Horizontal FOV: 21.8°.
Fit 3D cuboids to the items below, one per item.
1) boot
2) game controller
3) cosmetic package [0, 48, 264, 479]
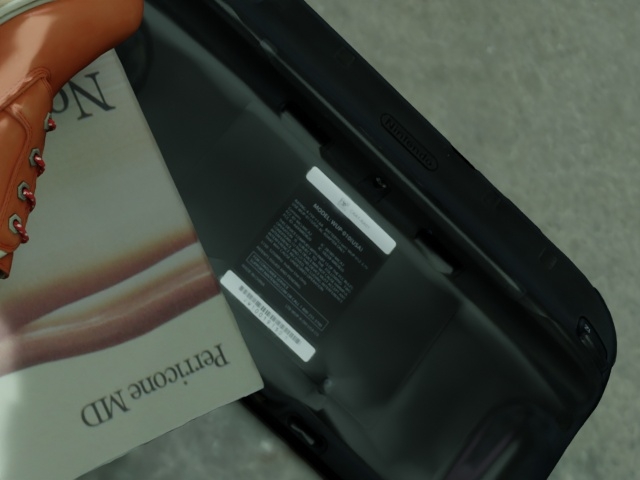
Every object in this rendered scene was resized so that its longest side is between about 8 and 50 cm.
[{"bbox_3d":[-0.111,-0.034,0.550,0.158,0.059,0.085,-36,99,-25],"label":"boot"},{"bbox_3d":[0.000,0.000,0.777,0.319,0.067,0.166,43,70,-8],"label":"game controller"},{"bbox_3d":[-0.164,-0.040,0.628,0.153,0.129,0.296,-25,90,-36],"label":"cosmetic package"}]
